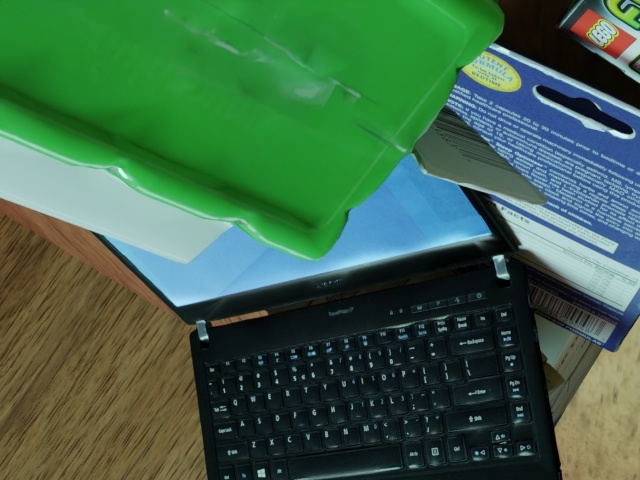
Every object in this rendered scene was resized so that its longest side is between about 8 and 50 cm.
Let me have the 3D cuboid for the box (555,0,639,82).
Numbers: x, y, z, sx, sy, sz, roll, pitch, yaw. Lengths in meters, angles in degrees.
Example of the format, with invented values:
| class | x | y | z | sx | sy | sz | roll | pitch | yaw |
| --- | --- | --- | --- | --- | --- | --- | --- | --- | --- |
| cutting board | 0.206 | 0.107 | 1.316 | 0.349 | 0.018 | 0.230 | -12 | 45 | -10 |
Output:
| class | x | y | z | sx | sy | sz | roll | pitch | yaw |
| --- | --- | --- | --- | --- | --- | --- | --- | --- | --- |
| box | 0.167 | -0.093 | 0.400 | 0.114 | 0.036 | 0.207 | 34 | 167 | 0 |

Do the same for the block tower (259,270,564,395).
| class | x | y | z | sx | sy | sz | roll | pitch | yaw |
| --- | --- | --- | --- | --- | --- | --- | --- | --- | --- |
| block tower | 0.000 | 0.000 | 0.749 | 0.335 | 0.097 | 0.091 | 47 | -161 | 15 |

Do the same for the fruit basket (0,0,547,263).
| class | x | y | z | sx | sy | sz | roll | pitch | yaw |
| --- | --- | --- | --- | --- | --- | --- | --- | --- | --- |
| fruit basket | -0.111 | -0.142 | 0.444 | 0.327 | 0.165 | 0.353 | 23 | -166 | -44 |

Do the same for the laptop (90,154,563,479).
| class | x | y | z | sx | sy | sz | roll | pitch | yaw |
| --- | --- | --- | --- | --- | --- | --- | --- | --- | --- |
| laptop | -0.016 | 0.065 | 0.625 | 0.234 | 0.264 | 0.136 | -14 | 169 | 33 |

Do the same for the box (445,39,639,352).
| class | x | y | z | sx | sy | sz | roll | pitch | yaw |
| --- | --- | --- | --- | --- | --- | --- | --- | --- | --- |
| box | 0.119 | -0.025 | 0.588 | 0.136 | 0.036 | 0.225 | 28 | 158 | 12 |

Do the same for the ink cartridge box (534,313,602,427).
| class | x | y | z | sx | sy | sz | roll | pitch | yaw |
| --- | --- | --- | --- | --- | --- | --- | --- | --- | --- |
| ink cartridge box | 0.147 | 0.085 | 0.863 | 0.082 | 0.139 | 0.190 | 30 | 167 | 19 |
